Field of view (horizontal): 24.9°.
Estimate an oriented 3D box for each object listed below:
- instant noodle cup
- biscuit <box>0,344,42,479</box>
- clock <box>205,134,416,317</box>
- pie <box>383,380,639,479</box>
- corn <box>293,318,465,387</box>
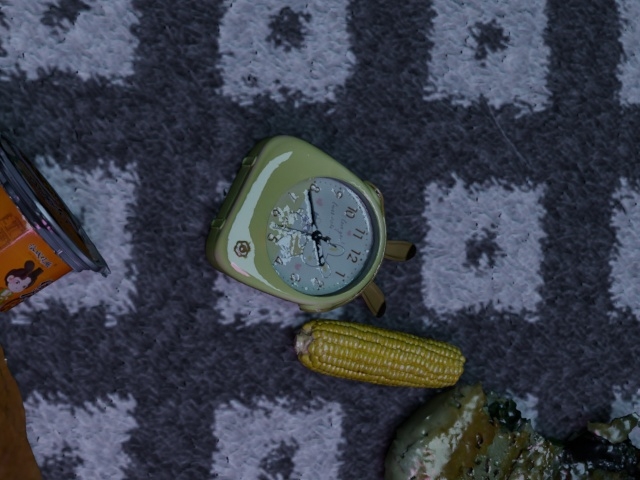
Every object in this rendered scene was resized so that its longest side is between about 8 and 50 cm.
[{"bbox_3d":[-0.322,-0.006,1.464,0.125,0.177,0.208,-38,106,-2],"label":"instant noodle cup"},{"bbox_3d":[-0.414,0.209,1.368,0.365,0.062,0.385,-51,130,-53],"label":"biscuit"},{"bbox_3d":[0.000,0.000,1.620,0.232,0.069,0.170,29,82,-19],"label":"clock"},{"bbox_3d":[0.239,0.320,1.708,0.371,0.078,0.297,16,88,-20],"label":"pie"},{"bbox_3d":[0.066,0.130,1.647,0.206,0.067,0.067,10,88,-21],"label":"corn"}]
